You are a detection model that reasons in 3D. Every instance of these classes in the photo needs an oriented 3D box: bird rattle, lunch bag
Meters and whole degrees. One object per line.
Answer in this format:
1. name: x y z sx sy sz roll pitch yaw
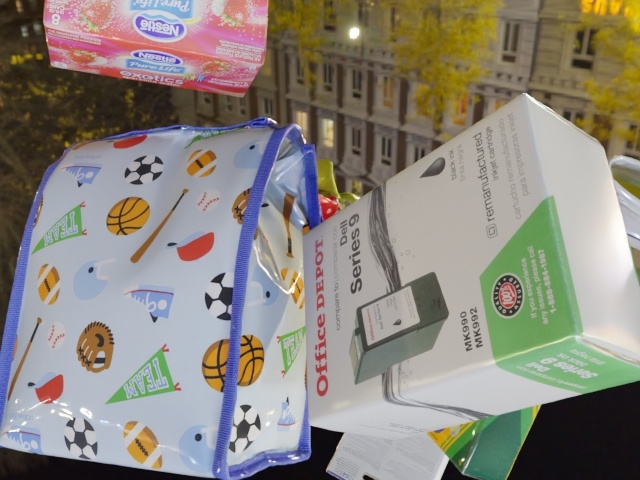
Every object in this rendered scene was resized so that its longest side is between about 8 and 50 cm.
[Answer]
1. bird rattle: 0.000 0.000 1.008 0.143 0.207 0.253 23 -150 -15
2. lunch bag: -0.172 0.054 0.786 0.327 0.385 0.239 -2 170 22

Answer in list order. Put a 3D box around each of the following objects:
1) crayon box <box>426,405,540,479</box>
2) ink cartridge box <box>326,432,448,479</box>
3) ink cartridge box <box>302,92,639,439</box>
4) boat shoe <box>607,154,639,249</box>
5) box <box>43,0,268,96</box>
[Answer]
1. crayon box: 0.270 0.180 1.041 0.083 0.323 0.203 23 -176 -19
2. ink cartridge box: 0.156 0.435 1.396 0.223 0.045 0.224 20 -110 32
3. ink cartridge box: 0.115 0.045 0.595 0.121 0.289 0.211 19 -125 -34
4. boat shoe: 0.580 -0.040 0.983 0.367 0.156 0.136 24 -118 7
5. box: -0.203 -0.274 0.833 0.256 0.123 0.128 6 171 -18
